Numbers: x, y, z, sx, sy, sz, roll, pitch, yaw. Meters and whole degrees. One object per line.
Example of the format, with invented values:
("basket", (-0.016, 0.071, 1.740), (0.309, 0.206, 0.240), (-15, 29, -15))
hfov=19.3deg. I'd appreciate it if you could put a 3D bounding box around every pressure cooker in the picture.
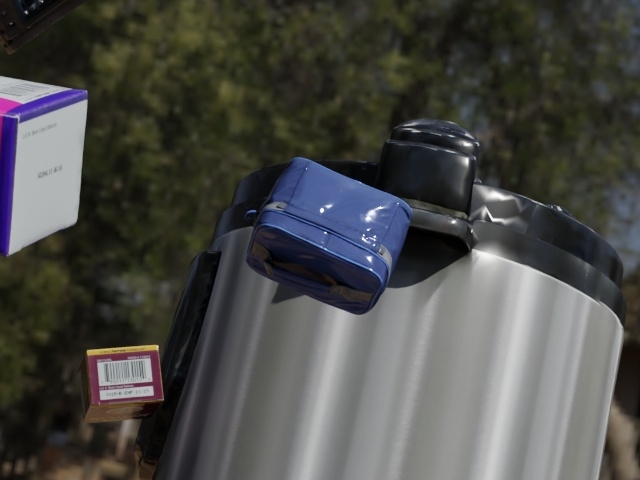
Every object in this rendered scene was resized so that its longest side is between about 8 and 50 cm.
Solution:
("pressure cooker", (0.065, 0.114, 1.575), (0.375, 0.420, 0.370), (24, -19, -34))

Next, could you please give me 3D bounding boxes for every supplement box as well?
("supplement box", (-0.302, -0.071, 1.425), (0.220, 0.114, 0.111), (13, 18, 18))
("supplement box", (-0.148, 0.107, 1.391), (0.055, 0.043, 0.083), (-5, -13, -11))

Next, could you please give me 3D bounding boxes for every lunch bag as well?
("lunch bag", (0.000, 0.000, 1.167), (0.098, 0.065, 0.067), (22, -32, 1))

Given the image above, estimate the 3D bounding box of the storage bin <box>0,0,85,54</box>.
("storage bin", (-0.109, -0.184, 0.965), (0.122, 0.180, 0.084), (-29, -76, 32))
